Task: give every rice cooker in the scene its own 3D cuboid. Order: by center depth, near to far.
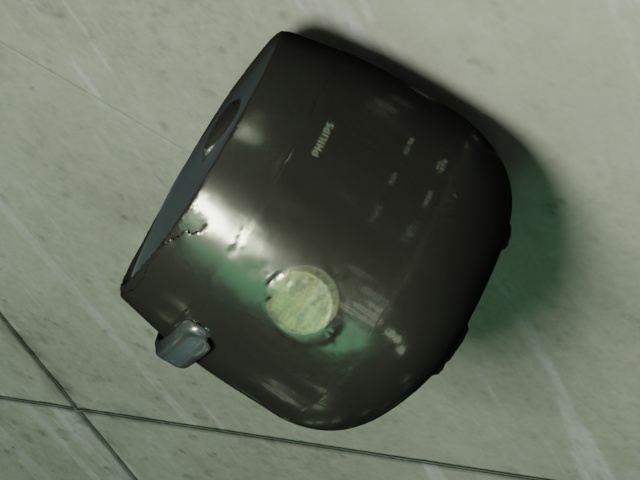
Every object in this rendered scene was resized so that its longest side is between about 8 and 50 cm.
[{"bbox_3d":[0.000,0.000,1.434,0.224,0.267,0.267,30,150,-10],"label":"rice cooker"}]
